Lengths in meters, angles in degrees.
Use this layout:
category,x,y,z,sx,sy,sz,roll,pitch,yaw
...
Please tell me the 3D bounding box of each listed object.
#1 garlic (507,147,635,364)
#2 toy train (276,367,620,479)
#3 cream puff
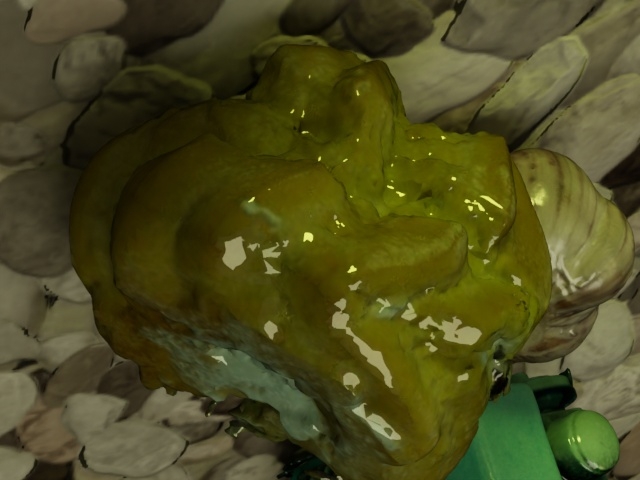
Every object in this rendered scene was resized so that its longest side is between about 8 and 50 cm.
category,x,y,z,sx,sy,sz,roll,pitch,yaw
garlic,0.089,0.012,0.895,0.147,0.102,0.159,32,123,-34
toy train,0.082,0.156,1.006,0.163,0.112,0.203,-3,155,-40
cream puff,0.000,-0.003,0.756,0.195,0.221,0.194,24,90,-84
